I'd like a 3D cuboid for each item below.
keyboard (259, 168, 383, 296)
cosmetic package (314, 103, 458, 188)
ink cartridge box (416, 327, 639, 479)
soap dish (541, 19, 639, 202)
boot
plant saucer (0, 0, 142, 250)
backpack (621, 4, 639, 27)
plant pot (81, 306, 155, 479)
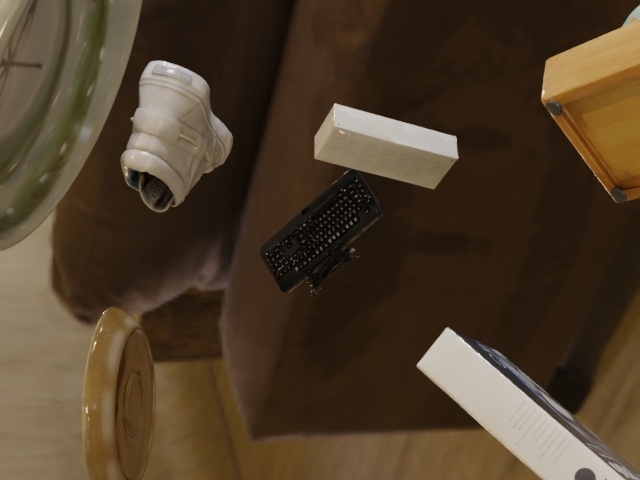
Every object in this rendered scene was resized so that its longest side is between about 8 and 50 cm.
[{"bbox_3d":[0.000,0.000,1.383,0.192,0.038,0.100,-41,78,30],"label":"keyboard"},{"bbox_3d":[0.117,-0.168,1.921,0.099,0.239,0.060,127,151,-51],"label":"cosmetic package"},{"bbox_3d":[0.261,0.226,1.139,0.332,0.165,0.065,43,98,32],"label":"ink cartridge box"},{"bbox_3d":[0.441,-0.169,1.373,0.229,0.118,0.291,51,150,-14],"label":"soap dish"},{"bbox_3d":[-0.162,-0.089,1.148,0.258,0.095,0.123,75,-147,-76],"label":"boot"},{"bbox_3d":[-0.320,-0.188,1.173,0.400,0.100,0.400,23,-90,-86],"label":"plant saucer"},{"bbox_3d":[0.597,-0.316,1.816,0.166,0.188,0.144,-52,30,12],"label":"backpack"},{"bbox_3d":[-0.233,0.197,1.276,0.236,0.032,0.236,-1,-90,-85],"label":"plant pot"}]
